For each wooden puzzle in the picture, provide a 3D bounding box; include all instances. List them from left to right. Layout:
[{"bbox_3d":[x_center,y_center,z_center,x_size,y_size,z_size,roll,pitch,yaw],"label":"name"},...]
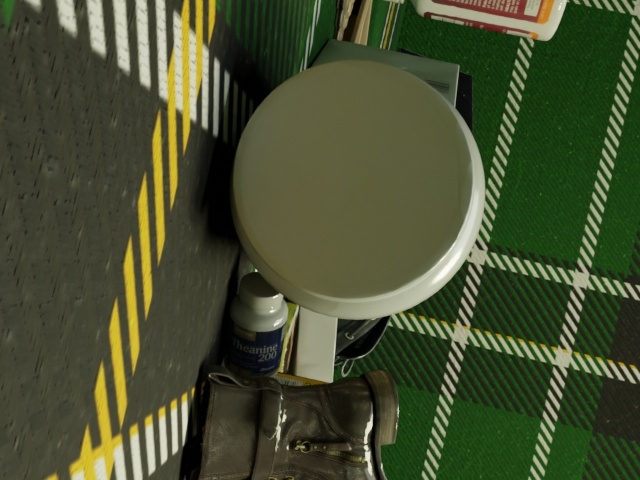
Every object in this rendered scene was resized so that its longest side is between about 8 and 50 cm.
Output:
[{"bbox_3d":[0.054,-0.319,1.518,0.221,0.044,0.239,96,4,-62],"label":"wooden puzzle"}]

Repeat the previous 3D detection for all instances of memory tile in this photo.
[{"bbox_3d":[0.044,-0.387,1.371,0.113,0.012,0.148,96,9,-53],"label":"memory tile"}]

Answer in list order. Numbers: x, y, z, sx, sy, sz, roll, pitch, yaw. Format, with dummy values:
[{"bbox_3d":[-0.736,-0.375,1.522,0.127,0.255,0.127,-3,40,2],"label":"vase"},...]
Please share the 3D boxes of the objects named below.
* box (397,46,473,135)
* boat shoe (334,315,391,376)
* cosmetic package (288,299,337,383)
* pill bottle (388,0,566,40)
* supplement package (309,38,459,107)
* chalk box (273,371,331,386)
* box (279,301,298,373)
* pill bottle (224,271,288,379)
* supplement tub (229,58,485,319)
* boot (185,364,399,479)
[{"bbox_3d":[0.172,-0.163,1.827,0.312,0.178,0.343,121,-16,-45],"label":"box"},{"bbox_3d":[0.037,0.149,1.589,0.187,0.156,0.500,-60,175,-25],"label":"boat shoe"},{"bbox_3d":[-0.015,0.152,1.266,0.099,0.060,0.239,-157,-110,-75],"label":"cosmetic package"},{"bbox_3d":[0.324,-0.573,1.857,0.224,0.392,0.224,13,90,-86],"label":"pill bottle"},{"bbox_3d":[0.078,-0.164,1.219,0.262,0.204,0.145,-69,171,-61],"label":"supplement package"},{"bbox_3d":[-0.070,0.290,1.140,0.132,0.132,0.213,-71,171,-54],"label":"chalk box"},{"bbox_3d":[-0.079,0.200,1.226,0.087,0.058,0.232,-70,172,-59],"label":"box"},{"bbox_3d":[-0.072,0.098,0.990,0.067,0.067,0.120,-70,171,-57],"label":"pill bottle"},{"bbox_3d":[0.039,-0.043,0.888,0.331,0.241,0.241,38,65,-84],"label":"supplement tub"},{"bbox_3d":[-0.037,0.251,0.968,0.091,0.229,0.263,-141,-129,-66],"label":"boot"}]
